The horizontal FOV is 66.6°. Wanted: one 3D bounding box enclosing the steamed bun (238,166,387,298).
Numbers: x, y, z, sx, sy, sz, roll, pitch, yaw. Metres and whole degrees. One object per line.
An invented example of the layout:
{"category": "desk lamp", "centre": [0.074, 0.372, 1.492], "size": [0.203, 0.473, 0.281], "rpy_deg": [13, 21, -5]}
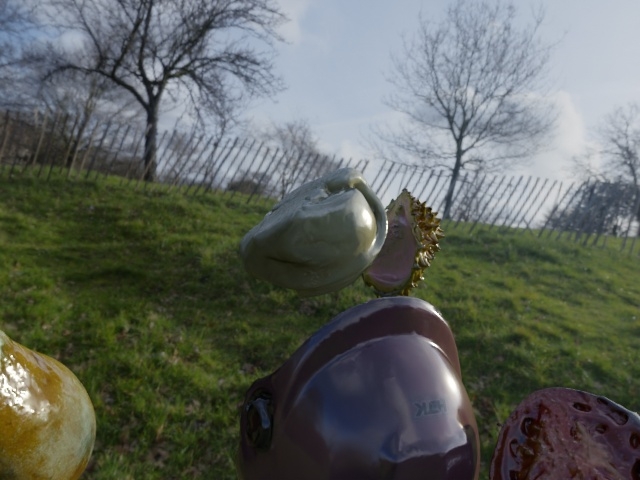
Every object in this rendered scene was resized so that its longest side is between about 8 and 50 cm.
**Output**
{"category": "steamed bun", "centre": [0.000, 0.000, 1.189], "size": [0.255, 0.342, 0.368], "rpy_deg": [52, -31, -12]}

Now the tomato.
{"category": "tomato", "centre": [0.259, 0.234, 0.469], "size": [0.167, 0.174, 0.082], "rpy_deg": [-10, -56, 37]}

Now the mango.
{"category": "mango", "centre": [-0.400, 0.239, 0.652], "size": [0.146, 0.316, 0.192], "rpy_deg": [-2, 43, -8]}

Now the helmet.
{"category": "helmet", "centre": [0.052, 0.245, 0.528], "size": [0.271, 0.338, 0.197], "rpy_deg": [7, 37, -31]}

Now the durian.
{"category": "durian", "centre": [0.217, 0.049, 1.263], "size": [0.186, 0.305, 0.195], "rpy_deg": [26, 20, -13]}
